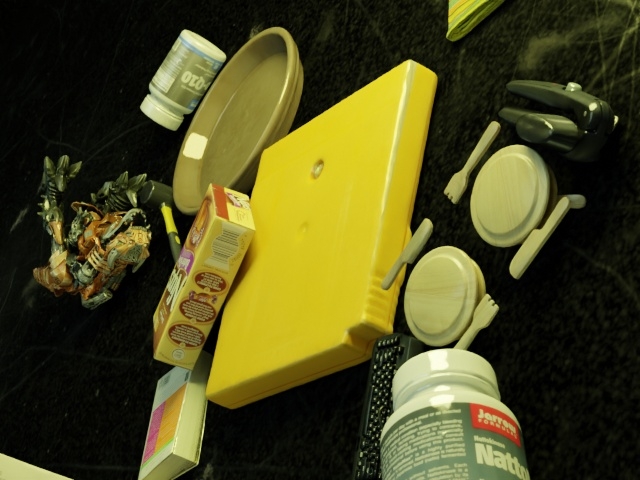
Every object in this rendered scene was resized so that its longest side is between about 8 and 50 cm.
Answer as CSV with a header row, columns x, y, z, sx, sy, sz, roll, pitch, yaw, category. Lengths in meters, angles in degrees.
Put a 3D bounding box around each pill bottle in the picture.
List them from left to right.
x,y,z,sx,sy,sz,roll,pitch,yaw,category
-0.208,-0.239,1.905,0.137,0.078,0.078,-56,26,12,pill bottle
0.097,0.171,0.918,0.108,0.108,0.180,-44,32,33,pill bottle

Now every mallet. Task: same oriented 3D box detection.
x,y,z,sx,sy,sz,roll,pitch,yaw,category
-0.192,-0.009,1.713,0.039,0.062,0.189,-51,43,24,mallet

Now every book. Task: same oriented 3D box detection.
x,y,z,sx,sy,sz,roll,pitch,yaw,category
-0.169,0.205,1.457,0.096,0.035,0.144,-39,33,41,book

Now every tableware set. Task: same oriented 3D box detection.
x,y,z,sx,sy,sz,roll,pitch,yaw,category
0.140,0.009,1.075,0.194,0.039,0.128,-57,41,23,tableware set

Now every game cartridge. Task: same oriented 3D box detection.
x,y,z,sx,sy,sz,roll,pitch,yaw,category
0.000,0.000,1.337,0.285,0.053,0.323,-26,45,50,game cartridge

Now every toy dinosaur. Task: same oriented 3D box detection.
x,y,z,sx,sy,sz,roll,pitch,yaw,category
-0.353,0.003,1.872,0.322,0.164,0.218,-14,67,31,toy dinosaur

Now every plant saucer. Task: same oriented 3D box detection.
x,y,z,sx,sy,sz,roll,pitch,yaw,category
-0.106,-0.153,1.680,0.278,0.041,0.277,-41,33,36,plant saucer

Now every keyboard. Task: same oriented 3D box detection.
x,y,z,sx,sy,sz,roll,pitch,yaw,category
0.048,0.167,1.064,0.100,0.038,0.192,-18,59,56,keyboard

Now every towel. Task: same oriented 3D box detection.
x,y,z,sx,sy,sz,roll,pitch,yaw,category
0.170,-0.321,1.363,0.102,0.021,0.237,-38,34,38,towel

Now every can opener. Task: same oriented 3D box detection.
x,y,z,sx,sy,sz,roll,pitch,yaw,category
0.195,-0.111,1.075,0.059,0.073,0.186,-65,16,12,can opener

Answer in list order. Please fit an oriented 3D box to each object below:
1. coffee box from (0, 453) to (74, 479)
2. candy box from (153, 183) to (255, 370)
x,y,z,sx,sy,sz,roll,pitch,yaw,category
-0.418,0.421,1.349,0.334,0.338,0.338,-27,43,50,coffee box
-0.135,0.041,1.443,0.109,0.053,0.186,-109,41,-67,candy box
